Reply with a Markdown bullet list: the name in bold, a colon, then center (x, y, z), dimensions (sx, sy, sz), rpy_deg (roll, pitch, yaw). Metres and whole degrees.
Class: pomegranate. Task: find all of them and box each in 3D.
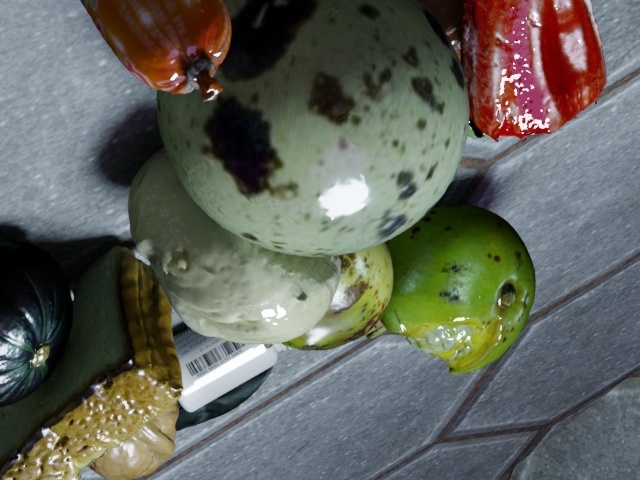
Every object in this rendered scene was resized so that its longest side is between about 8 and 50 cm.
- **pomegranate**: center (0.155, 0.067, 2.430), dimensions (0.236, 0.236, 0.302), rpy_deg (-8, 179, -44)
- **pomegranate**: center (0.014, 0.008, 2.089), dimensions (0.276, 0.204, 0.222), rpy_deg (-31, 147, -8)

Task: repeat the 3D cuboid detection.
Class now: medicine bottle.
- **medicine bottle**: center (-0.122, 0.143, 2.333), dimensions (0.186, 0.103, 0.103), rpy_deg (-30, 158, -3)

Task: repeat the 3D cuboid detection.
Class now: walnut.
- **walnut**: center (-0.259, 0.245, 2.330), dimensions (0.166, 0.149, 0.166), rpy_deg (-53, 161, -28)

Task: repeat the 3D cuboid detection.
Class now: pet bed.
- **pet bed**: center (-0.157, 0.208, 2.494), dimensions (0.201, 0.053, 0.201), rpy_deg (-27, 157, -13)

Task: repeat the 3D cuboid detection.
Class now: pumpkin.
- **pumpkin**: center (-0.346, 0.090, 1.869), dimensions (0.194, 0.150, 0.194), rpy_deg (-36, 167, -9)

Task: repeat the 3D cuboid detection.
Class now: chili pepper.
- **chili pepper**: center (0.205, -0.225, 1.697), dimensions (0.144, 0.136, 0.253), rpy_deg (4, 136, 13)

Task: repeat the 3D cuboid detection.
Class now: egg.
- **egg**: center (0.001, -0.125, 1.676), dimensions (0.287, 0.287, 0.379), rpy_deg (-39, 155, 18)

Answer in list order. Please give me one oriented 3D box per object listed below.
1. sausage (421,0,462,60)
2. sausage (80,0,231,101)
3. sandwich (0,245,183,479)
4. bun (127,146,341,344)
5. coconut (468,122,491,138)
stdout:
- **sausage**: center (0.183, -0.280, 1.804), dimensions (0.258, 0.133, 0.133), rpy_deg (-46, 154, 28)
- **sausage**: center (-0.148, -0.219, 1.252), dimensions (0.093, 0.312, 0.093), rpy_deg (-25, 156, -12)
- **sandwich**: center (-0.282, 0.156, 1.987), dimensions (0.273, 0.249, 0.095), rpy_deg (-41, 123, 21)
- **bun**: center (-0.100, 0.011, 1.877), dimensions (0.160, 0.259, 0.259), rpy_deg (-47, 154, 23)
- **coconut**: center (0.198, -0.163, 2.139), dimensions (0.083, 0.081, 0.082), rpy_deg (-11, 118, -11)
